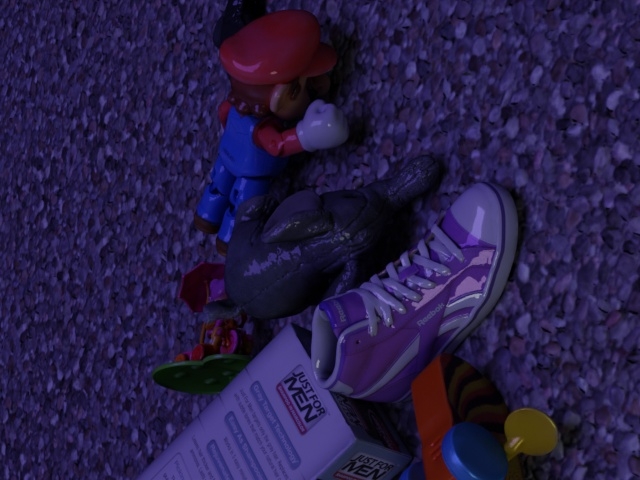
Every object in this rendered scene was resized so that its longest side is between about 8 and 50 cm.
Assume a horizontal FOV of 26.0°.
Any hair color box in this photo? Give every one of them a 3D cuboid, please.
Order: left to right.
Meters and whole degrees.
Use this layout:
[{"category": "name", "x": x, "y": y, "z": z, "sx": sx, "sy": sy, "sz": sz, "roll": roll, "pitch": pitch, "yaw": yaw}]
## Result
[{"category": "hair color box", "x": -0.090, "y": 0.295, "z": 1.601, "sx": 0.374, "sy": 0.113, "sz": 0.185, "roll": -46, "pitch": 48, "yaw": 16}]

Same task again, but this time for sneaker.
[{"category": "sneaker", "x": -0.098, "y": -0.294, "z": 1.850, "sx": 0.089, "sy": 0.051, "sz": 0.170, "roll": 41, "pitch": 120, "yaw": 47}, {"category": "sneaker", "x": 0.089, "y": 0.056, "z": 1.456, "sx": 0.102, "sy": 0.161, "sz": 0.282, "roll": 49, "pitch": 118, "yaw": 46}]

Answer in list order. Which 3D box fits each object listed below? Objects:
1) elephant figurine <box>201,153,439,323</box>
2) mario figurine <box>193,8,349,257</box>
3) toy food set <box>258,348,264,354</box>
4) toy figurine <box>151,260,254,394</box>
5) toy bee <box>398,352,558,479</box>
[{"category": "elephant figurine", "x": 0.000, "y": 0.000, "z": 1.570, "sx": 0.239, "sy": 0.169, "sz": 0.186, "roll": -19, "pitch": 63, "yaw": 53}, {"category": "mario figurine", "x": -0.048, "y": -0.135, "z": 1.733, "sx": 0.198, "sy": 0.170, "sz": 0.321, "roll": 25, "pitch": 119, "yaw": 14}, {"category": "toy food set", "x": -0.055, "y": 0.178, "z": 1.730, "sx": 0.082, "sy": 0.020, "sz": 0.083, "roll": 18, "pitch": 97, "yaw": 52}, {"category": "toy figurine", "x": -0.136, "y": 0.099, "z": 1.775, "sx": 0.173, "sy": 0.130, "sz": 0.159, "roll": -30, "pitch": 52, "yaw": 52}, {"category": "toy bee", "x": 0.157, "y": 0.262, "z": 1.366, "sx": 0.195, "sy": 0.162, "sz": 0.298, "roll": -34, "pitch": 33, "yaw": 53}]
